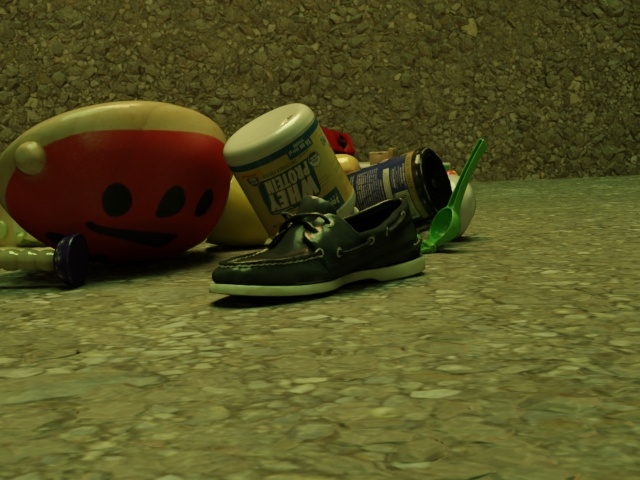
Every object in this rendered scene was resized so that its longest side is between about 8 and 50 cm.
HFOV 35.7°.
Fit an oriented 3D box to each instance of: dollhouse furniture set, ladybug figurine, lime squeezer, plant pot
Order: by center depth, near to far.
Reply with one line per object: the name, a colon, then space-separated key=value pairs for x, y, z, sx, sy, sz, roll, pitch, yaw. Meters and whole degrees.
ladybug figurine: x=-0.286 y=-0.070 z=1.471 sx=0.305 sy=0.161 sz=0.449 roll=-33 pitch=-17 yaw=21
lime squeezer: x=0.147 y=-0.023 z=1.509 sx=0.310 sy=0.110 sz=0.059 roll=-33 pitch=39 yaw=-7
plant pot: x=-0.129 y=-0.041 z=1.702 sx=0.095 sy=0.134 sz=0.134 roll=23 pitch=3 yaw=-8
dollhouse furniture set: x=0.170 y=-0.101 z=1.908 sx=0.101 sy=0.160 sz=0.182 roll=0 pitch=7 yaw=20

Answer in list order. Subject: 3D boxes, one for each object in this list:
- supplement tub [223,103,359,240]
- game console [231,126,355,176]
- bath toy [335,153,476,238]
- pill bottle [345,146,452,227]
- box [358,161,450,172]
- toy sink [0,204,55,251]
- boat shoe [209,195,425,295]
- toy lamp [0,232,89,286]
supplement tub: x=-0.036 y=-0.082 z=1.441 sx=0.144 sy=0.199 sz=0.144 roll=-25 pitch=21 yaw=11
game console: x=-0.111 y=-0.126 z=2.027 sx=0.342 sy=0.060 sz=0.386 roll=-27 pitch=-5 yaw=14
bath toy: x=0.112 y=-0.079 z=1.764 sx=0.349 sy=0.151 sz=0.129 roll=3 pitch=17 yaw=24
pill bottle: x=0.096 y=-0.064 z=1.633 sx=0.219 sy=0.122 sz=0.123 roll=-17 pitch=-2 yaw=27
box: x=0.124 y=-0.114 z=2.261 sx=0.231 sy=0.126 sz=0.262 roll=-5 pitch=7 yaw=-43
toy sink: x=-0.487 y=-0.044 z=1.733 sx=0.153 sy=0.131 sz=0.234 roll=-1 pitch=6 yaw=14
boat shoe: x=0.003 y=0.000 z=1.204 sx=0.340 sy=0.113 sz=0.127 roll=-7 pitch=8 yaw=-40
toy lamp: x=-0.448 y=0.027 z=1.305 sx=0.275 sy=0.080 sz=0.080 roll=0 pitch=6 yaw=10
